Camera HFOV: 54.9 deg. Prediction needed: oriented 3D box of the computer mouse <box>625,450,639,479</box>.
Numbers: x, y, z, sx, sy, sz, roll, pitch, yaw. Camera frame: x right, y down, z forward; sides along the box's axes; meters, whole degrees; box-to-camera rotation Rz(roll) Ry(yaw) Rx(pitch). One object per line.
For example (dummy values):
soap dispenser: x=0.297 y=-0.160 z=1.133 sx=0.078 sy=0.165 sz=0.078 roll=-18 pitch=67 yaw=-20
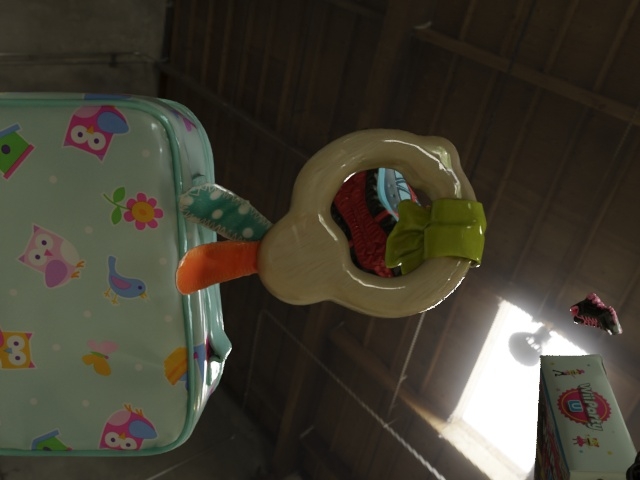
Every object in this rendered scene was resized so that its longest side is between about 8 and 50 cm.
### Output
computer mouse: x=0.397 y=0.235 z=0.500 sx=0.262 sy=0.060 sz=0.184 roll=-32 pitch=-128 yaw=33

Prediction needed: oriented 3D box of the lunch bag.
lunch bag: x=-0.183 y=0.028 z=0.477 sx=0.108 sy=0.224 sz=0.279 roll=-94 pitch=-177 yaw=-78

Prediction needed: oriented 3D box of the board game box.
board game box: x=0.390 y=0.358 z=0.931 sx=0.098 sy=0.224 sz=0.303 roll=-2 pitch=-59 yaw=10

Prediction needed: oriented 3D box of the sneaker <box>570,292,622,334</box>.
sneaker: x=0.450 y=0.129 z=1.015 sx=0.119 sy=0.057 sz=0.047 roll=-89 pitch=156 yaw=-77

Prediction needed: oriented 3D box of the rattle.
rattle: x=0.000 y=0.000 z=0.431 sx=0.143 sy=0.200 sz=0.130 roll=-159 pitch=-129 yaw=-76

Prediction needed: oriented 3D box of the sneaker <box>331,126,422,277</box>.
sneaker: x=0.078 y=-0.024 z=0.765 sx=0.104 sy=0.125 sz=0.261 roll=-34 pitch=-132 yaw=28
